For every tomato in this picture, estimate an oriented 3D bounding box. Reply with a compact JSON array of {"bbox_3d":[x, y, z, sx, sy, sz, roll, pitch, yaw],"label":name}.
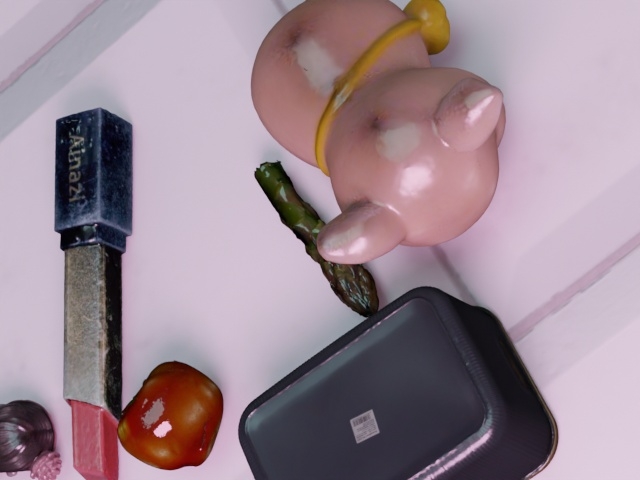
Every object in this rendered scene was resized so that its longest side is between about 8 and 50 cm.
[{"bbox_3d":[-0.111,0.136,1.348,0.075,0.087,0.087,32,92,-2],"label":"tomato"}]

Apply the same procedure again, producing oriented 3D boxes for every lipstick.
[{"bbox_3d":[-0.186,0.047,1.435,0.051,0.051,0.312,-11,70,26],"label":"lipstick"}]

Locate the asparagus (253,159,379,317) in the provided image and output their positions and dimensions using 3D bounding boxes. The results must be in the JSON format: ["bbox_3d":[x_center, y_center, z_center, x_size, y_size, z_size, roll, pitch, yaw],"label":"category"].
[{"bbox_3d":[0.000,0.000,1.352,0.165,0.030,0.036,51,140,32],"label":"asparagus"}]

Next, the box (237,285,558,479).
[{"bbox_3d":[0.049,0.135,1.247,0.201,0.090,0.144,-35,59,17],"label":"box"}]

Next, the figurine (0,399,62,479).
[{"bbox_3d":[-0.271,0.174,1.441,0.129,0.054,0.072,-19,69,26],"label":"figurine"}]

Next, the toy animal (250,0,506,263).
[{"bbox_3d":[0.042,-0.098,1.302,0.165,0.149,0.248,-59,43,19],"label":"toy animal"}]
